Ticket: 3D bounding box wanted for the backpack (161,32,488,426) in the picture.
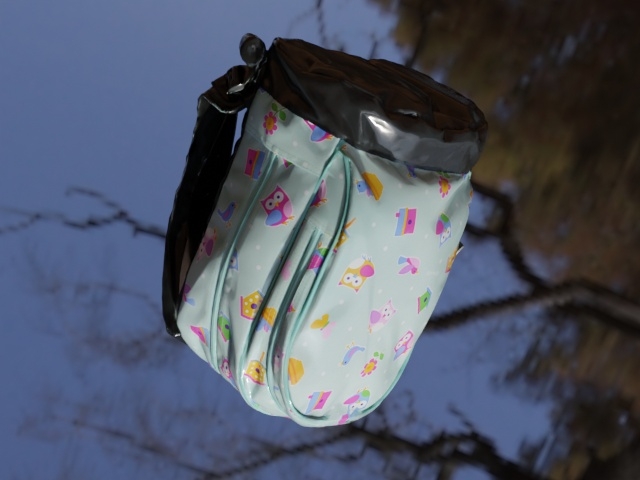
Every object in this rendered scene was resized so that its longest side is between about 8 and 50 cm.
[{"bbox_3d":[0.000,0.000,0.941,0.152,0.182,0.115,11,-161,-45],"label":"backpack"}]
